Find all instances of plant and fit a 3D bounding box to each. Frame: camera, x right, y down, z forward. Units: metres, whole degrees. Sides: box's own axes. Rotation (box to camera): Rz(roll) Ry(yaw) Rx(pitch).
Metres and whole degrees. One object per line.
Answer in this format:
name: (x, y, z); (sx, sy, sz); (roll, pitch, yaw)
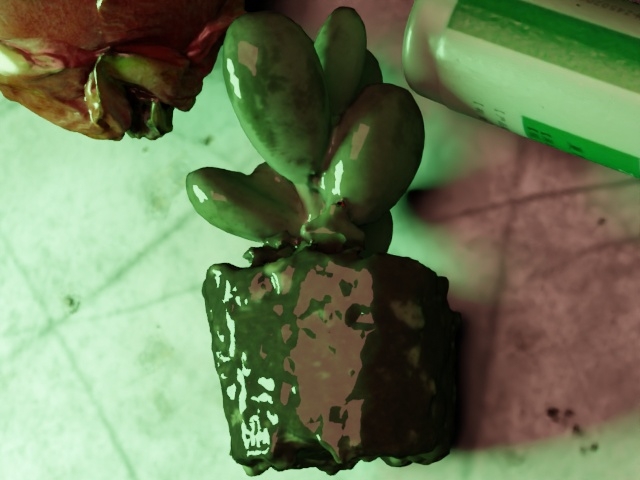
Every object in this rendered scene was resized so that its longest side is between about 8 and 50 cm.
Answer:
plant: (0.001, 0.001, 0.944); (0.149, 0.146, 0.274); (-8, 84, 10)

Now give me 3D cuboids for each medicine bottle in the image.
medicine bottle: (0.176, -0.085, 0.900); (0.260, 0.095, 0.095); (24, 95, 26)

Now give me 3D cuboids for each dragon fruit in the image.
dragon fruit: (-0.156, -0.224, 0.999); (0.250, 0.250, 0.315); (-7, 63, 24)
